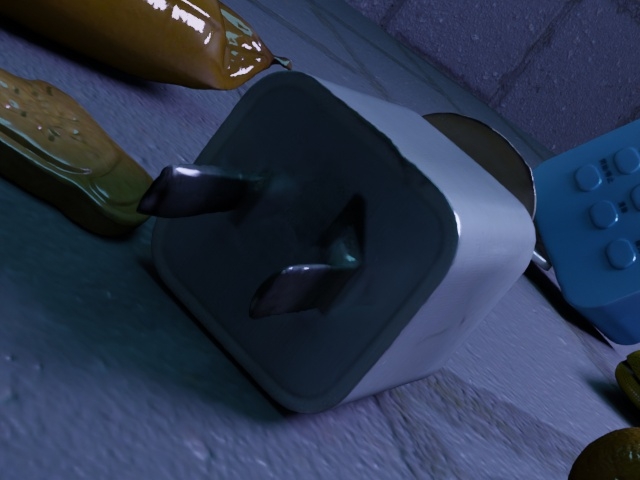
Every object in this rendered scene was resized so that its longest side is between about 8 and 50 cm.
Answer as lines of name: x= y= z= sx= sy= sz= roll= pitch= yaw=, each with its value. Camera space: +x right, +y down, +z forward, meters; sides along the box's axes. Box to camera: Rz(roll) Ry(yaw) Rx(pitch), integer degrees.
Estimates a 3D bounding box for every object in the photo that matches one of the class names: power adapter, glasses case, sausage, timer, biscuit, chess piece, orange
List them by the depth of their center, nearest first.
power adapter: x=0.000 y=0.000 z=0.485 sx=0.130 sy=0.125 sz=0.205 roll=45 pitch=18 yaw=20
biscuit: x=-0.142 y=-0.058 z=0.525 sx=0.140 sy=0.023 sz=0.118 roll=33 pitch=16 yaw=-16
orange: x=0.173 y=0.142 z=0.564 sx=0.085 sy=0.085 sz=0.085 roll=35 pitch=15 yaw=-11
sausage: x=-0.144 y=-0.173 z=0.702 sx=0.328 sy=0.112 sz=0.112 roll=23 pitch=22 yaw=-48
glasses case: x=0.339 y=0.144 z=0.963 sx=0.234 sy=0.064 sz=0.079 roll=20 pitch=31 yaw=-51
timer: x=0.363 y=-0.039 z=1.107 sx=0.091 sy=0.250 sz=0.232 roll=39 pitch=28 yaw=-36
chess piece: x=0.163 y=-0.069 z=1.117 sx=0.138 sy=0.124 sz=0.307 roll=9 pitch=7 yaw=11

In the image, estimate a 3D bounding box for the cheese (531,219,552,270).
cheese: x=0.243 y=-0.014 z=1.231 sx=0.127 sy=0.050 sz=0.255 roll=38 pitch=17 yaw=-8
